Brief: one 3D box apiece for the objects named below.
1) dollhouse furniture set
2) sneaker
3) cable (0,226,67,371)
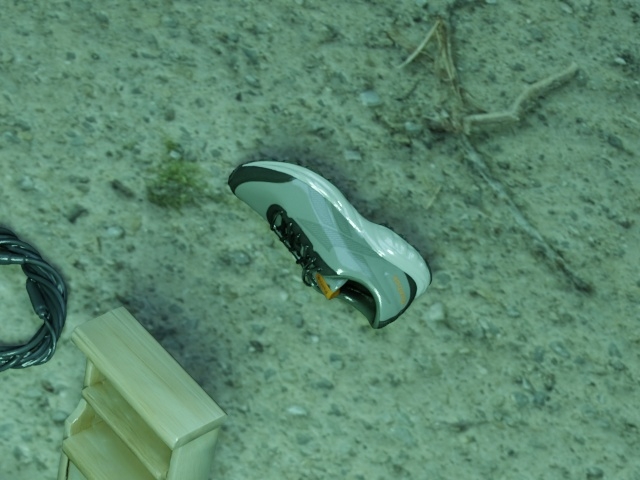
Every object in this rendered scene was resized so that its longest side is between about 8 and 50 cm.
[{"bbox_3d":[-0.308,0.274,1.682,0.394,0.256,0.362,-24,54,-35],"label":"dollhouse furniture set"},{"bbox_3d":[0.000,0.000,2.075,0.271,0.100,0.108,35,63,5],"label":"sneaker"},{"bbox_3d":[-0.361,0.067,1.965,0.184,0.047,0.150,41,53,12],"label":"cable"}]
